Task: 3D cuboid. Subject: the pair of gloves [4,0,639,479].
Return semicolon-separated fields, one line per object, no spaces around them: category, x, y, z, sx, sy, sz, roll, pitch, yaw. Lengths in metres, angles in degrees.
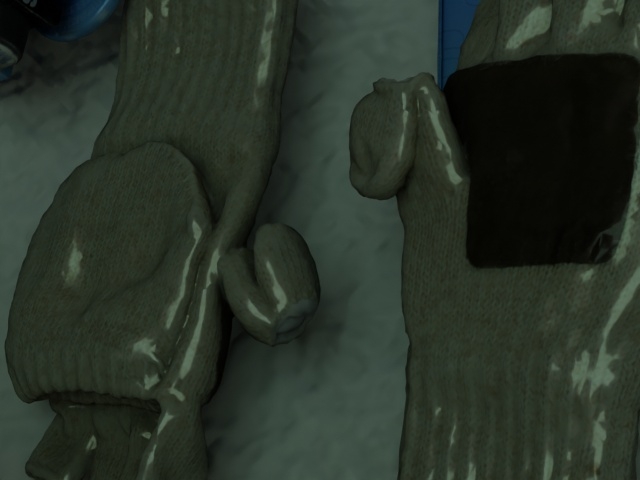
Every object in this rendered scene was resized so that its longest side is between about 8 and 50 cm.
pair of gloves;0.000;0.000;0.503;0.240;0.042;0.204;9;80;36

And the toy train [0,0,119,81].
toy train;-0.119;-0.141;0.587;0.105;0.080;0.184;-4;66;32

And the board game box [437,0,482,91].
board game box;0.118;-0.063;0.529;0.160;0.047;0.210;-1;73;13
